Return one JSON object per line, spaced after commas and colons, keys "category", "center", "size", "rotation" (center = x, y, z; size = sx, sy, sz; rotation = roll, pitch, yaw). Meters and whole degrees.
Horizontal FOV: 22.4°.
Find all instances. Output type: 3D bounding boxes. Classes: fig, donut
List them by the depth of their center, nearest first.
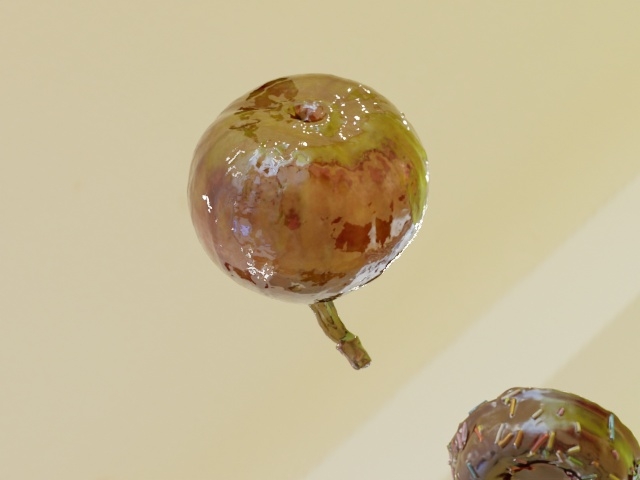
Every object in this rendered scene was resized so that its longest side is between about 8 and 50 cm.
{"category": "fig", "center": [-0.008, -0.027, 1.037], "size": [0.202, 0.148, 0.149], "rotation": [92, -160, -74]}
{"category": "donut", "center": [0.261, 0.281, 1.892], "size": [0.089, 0.235, 0.235], "rotation": [-73, -19, -55]}
